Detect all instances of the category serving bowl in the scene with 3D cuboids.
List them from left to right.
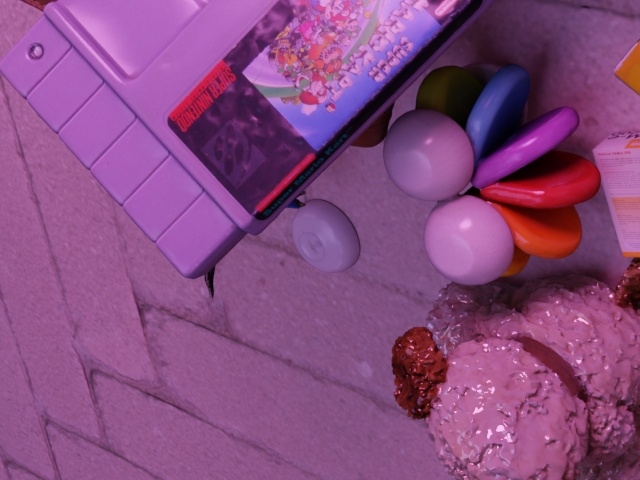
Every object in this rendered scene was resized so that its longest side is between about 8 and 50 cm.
[{"bbox_3d":[0.000,0.000,1.266,0.083,0.027,0.083,25,133,30],"label":"serving bowl"}]

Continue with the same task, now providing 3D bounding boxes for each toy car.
[{"bbox_3d":[0.149,-0.061,0.968,0.136,0.159,0.182,-15,106,42],"label":"toy car"}]

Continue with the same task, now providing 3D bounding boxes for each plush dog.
[{"bbox_3d":[0.184,0.128,1.018,0.262,0.225,0.210,44,141,12],"label":"plush dog"}]

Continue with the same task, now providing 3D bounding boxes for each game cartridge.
[{"bbox_3d":[-0.038,-0.168,0.867,0.355,0.068,0.230,-45,76,10],"label":"game cartridge"}]

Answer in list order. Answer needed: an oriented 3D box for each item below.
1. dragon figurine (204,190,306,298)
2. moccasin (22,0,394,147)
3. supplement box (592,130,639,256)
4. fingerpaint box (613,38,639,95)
[{"bbox_3d":[-0.048,-0.092,1.109,0.085,0.289,0.144,40,178,20],"label":"dragon figurine"},{"bbox_3d":[-0.110,-0.176,1.005,0.380,0.139,0.147,18,131,13],"label":"moccasin"},{"bbox_3d":[0.262,-0.037,0.966,0.062,0.036,0.098,1,119,46],"label":"supplement box"},{"bbox_3d":[0.432,-0.140,0.616,0.371,0.163,0.444,44,141,13],"label":"fingerpaint box"}]
